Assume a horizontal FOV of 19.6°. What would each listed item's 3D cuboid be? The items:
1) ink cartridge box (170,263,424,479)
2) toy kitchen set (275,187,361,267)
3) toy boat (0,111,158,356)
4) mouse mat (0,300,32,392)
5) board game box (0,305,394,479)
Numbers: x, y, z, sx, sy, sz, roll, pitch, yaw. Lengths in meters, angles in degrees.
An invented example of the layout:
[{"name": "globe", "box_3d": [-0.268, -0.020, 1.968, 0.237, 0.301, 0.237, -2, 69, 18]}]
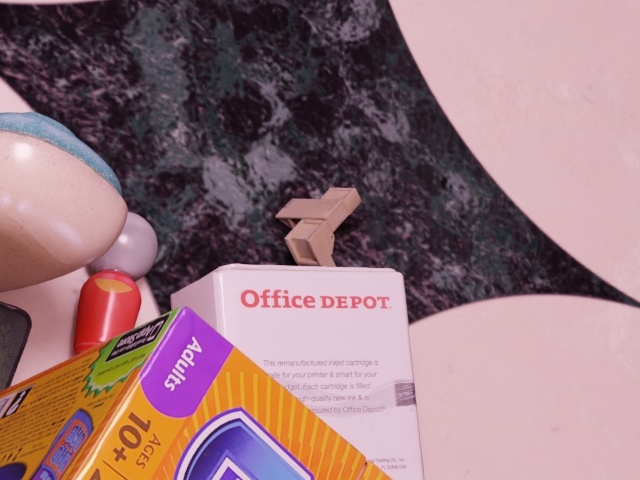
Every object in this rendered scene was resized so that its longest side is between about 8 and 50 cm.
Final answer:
[{"name": "ink cartridge box", "box_3d": [-0.020, 0.167, 1.682, 0.197, 0.114, 0.273, 2, 77, -28]}, {"name": "toy kitchen set", "box_3d": [0.000, 0.000, 1.825, 0.083, 0.068, 0.075, -48, 126, -34]}, {"name": "toy boat", "box_3d": [-0.254, -0.015, 1.595, 0.318, 0.267, 0.148, 43, 48, -47]}, {"name": "mouse mat", "box_3d": [-0.338, 0.126, 1.545, 0.152, 0.007, 0.190, 20, 90, -21]}, {"name": "board game box", "box_3d": [-0.138, 0.326, 1.346, 0.356, 0.356, 0.356, 42, 56, -17]}]
